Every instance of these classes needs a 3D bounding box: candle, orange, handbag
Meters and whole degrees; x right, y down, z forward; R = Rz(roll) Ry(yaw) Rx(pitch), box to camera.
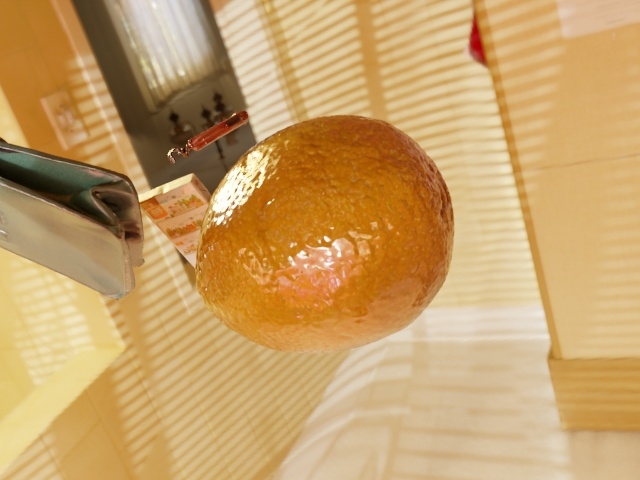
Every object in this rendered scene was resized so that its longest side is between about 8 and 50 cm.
[{"bbox_3d":[-0.148,-0.143,0.971,0.026,0.021,0.167,-34,-175,41],"label":"candle"},{"bbox_3d":[0.000,0.000,0.970,0.357,0.322,0.322,-25,-163,23],"label":"orange"},{"bbox_3d":[-0.396,-0.041,1.079,0.274,0.268,0.100,21,-119,1],"label":"handbag"}]

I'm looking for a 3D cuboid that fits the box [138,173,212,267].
[{"bbox_3d":[-0.212,-0.016,1.275,0.122,0.220,0.032,-18,-140,23],"label":"box"}]
